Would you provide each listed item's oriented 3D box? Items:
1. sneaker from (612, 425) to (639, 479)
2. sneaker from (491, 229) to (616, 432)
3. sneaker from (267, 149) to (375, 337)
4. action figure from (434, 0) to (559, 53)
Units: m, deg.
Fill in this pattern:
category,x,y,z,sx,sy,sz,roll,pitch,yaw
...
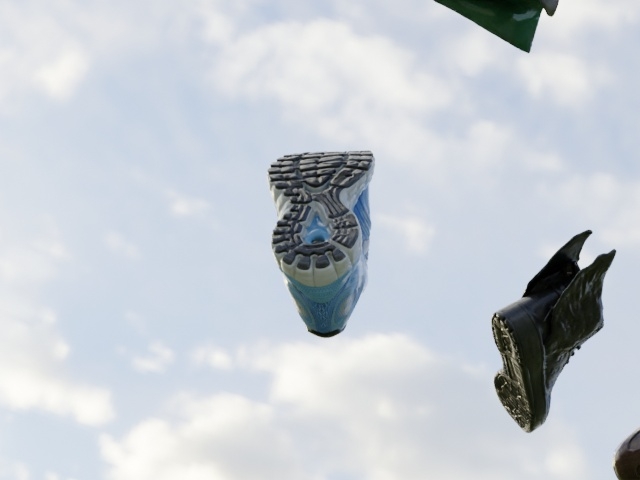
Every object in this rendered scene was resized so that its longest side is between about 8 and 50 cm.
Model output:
category,x,y,z,sx,sy,sz,roll,pitch,yaw
sneaker,0.339,0.160,1.648,0.188,0.066,0.071,-22,-27,10
sneaker,0.171,0.069,1.371,0.051,0.089,0.170,48,-18,34
sneaker,0.000,0.000,1.114,0.063,0.162,0.073,-2,-60,8
action figure,0.054,-0.214,1.240,0.232,0.063,0.137,17,-70,-6
